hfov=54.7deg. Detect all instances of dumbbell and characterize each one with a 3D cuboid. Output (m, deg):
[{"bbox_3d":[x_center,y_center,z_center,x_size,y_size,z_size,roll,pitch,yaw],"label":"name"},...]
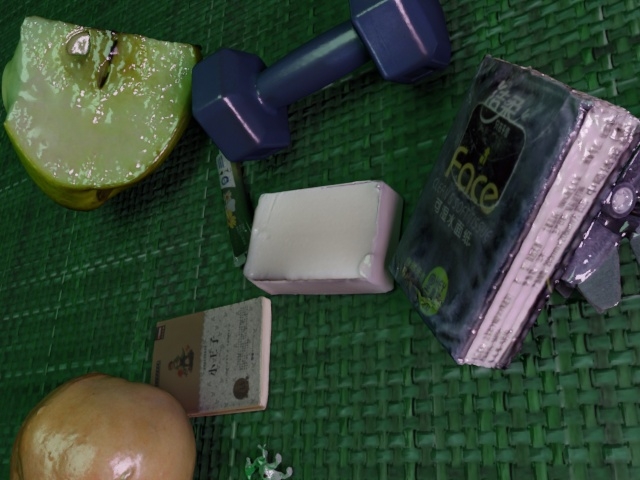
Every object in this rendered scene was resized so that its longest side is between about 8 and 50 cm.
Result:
[{"bbox_3d":[-0.006,-0.219,0.772,0.325,0.144,0.160,-22,58,29],"label":"dumbbell"}]

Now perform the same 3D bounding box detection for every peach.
[{"bbox_3d":[-0.259,0.269,0.708,0.232,0.232,0.232,-15,63,31],"label":"peach"}]

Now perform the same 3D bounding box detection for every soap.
[{"bbox_3d":[0.000,0.000,0.726,0.183,0.064,0.121,-3,68,35],"label":"soap"}]

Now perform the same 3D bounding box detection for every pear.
[{"bbox_3d":[-0.336,-0.182,0.967,0.176,0.286,0.281,179,99,-83],"label":"pear"}]

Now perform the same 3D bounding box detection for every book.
[{"bbox_3d":[-0.146,0.156,0.799,0.199,0.016,0.138,-16,62,31],"label":"book"}]

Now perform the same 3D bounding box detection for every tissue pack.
[{"bbox_3d":[0.153,-0.028,0.543,0.173,0.073,0.235,-114,41,-58],"label":"tissue pack"}]

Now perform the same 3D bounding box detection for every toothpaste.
[{"bbox_3d":[-0.119,-0.058,0.861,0.049,0.031,0.204,-31,57,25],"label":"toothpaste"}]

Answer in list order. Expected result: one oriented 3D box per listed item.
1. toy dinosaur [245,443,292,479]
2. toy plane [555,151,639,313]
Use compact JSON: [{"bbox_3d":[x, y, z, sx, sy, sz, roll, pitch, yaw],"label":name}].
[{"bbox_3d":[-0.059,0.264,0.686,0.062,0.021,0.083,-40,48,26],"label":"toy dinosaur"},{"bbox_3d":[0.274,-0.069,0.534,0.267,0.088,0.212,-56,26,1],"label":"toy plane"}]
